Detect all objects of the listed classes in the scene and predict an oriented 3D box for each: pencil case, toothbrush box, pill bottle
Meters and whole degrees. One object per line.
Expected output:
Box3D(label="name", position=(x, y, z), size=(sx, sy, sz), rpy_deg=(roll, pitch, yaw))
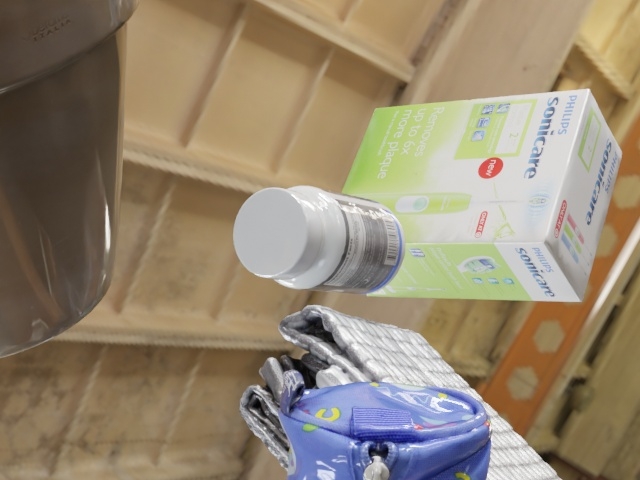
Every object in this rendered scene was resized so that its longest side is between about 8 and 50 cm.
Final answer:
Box3D(label="pencil case", position=(0.029, 0.228, 0.662), size=(0.133, 0.120, 0.306), rpy_deg=(1, -87, -81))
Box3D(label="toothbrush box", position=(0.173, -0.048, 1.345), size=(0.122, 0.283, 0.206), rpy_deg=(50, -128, -42))
Box3D(label="pill bottle", position=(0.000, 0.000, 0.892), size=(0.137, 0.078, 0.078), rpy_deg=(9, -71, -57))

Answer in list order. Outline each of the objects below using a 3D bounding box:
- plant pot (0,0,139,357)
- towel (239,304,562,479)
Box3D(label="plant pot", position=(-0.266, -0.076, 0.841), size=(0.323, 0.323, 0.280), rpy_deg=(-35, -51, -37))
Box3D(label="towel", position=(0.080, 0.185, 0.868), size=(0.121, 0.283, 0.235), rpy_deg=(-48, -22, 9))
